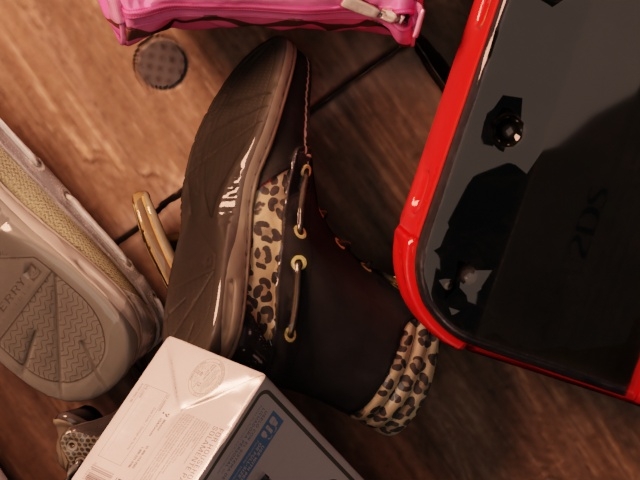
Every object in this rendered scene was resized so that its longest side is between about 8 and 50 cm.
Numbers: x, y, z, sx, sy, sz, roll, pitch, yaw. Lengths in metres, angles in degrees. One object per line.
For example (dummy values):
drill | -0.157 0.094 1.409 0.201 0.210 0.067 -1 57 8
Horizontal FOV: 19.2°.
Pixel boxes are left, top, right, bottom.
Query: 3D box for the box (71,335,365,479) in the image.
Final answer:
box | -0.035 0.209 1.167 0.169 0.087 0.290 -56 136 -18

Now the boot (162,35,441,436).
boot | -0.001 0.001 1.242 0.178 0.085 0.236 25 63 -30

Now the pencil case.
pencil case | -0.038 -0.162 1.194 0.209 0.098 0.095 -2 135 -5

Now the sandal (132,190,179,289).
sandal | -0.069 0.039 1.264 0.049 0.072 0.180 -35 96 -7

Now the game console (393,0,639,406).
game console | 0.252 -0.077 1.190 0.342 0.060 0.386 17 99 -5

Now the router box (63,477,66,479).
router box | -0.131 0.214 1.304 0.179 0.046 0.133 -41 92 9

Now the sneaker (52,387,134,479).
sneaker | -0.135 0.191 1.222 0.130 0.087 0.227 25 81 3

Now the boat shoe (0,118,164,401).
boat shoe | -0.234 -0.030 1.257 0.320 0.103 0.118 43 113 2

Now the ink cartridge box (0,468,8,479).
ink cartridge box | -0.351 0.204 1.295 0.307 0.072 0.303 -29 96 28
